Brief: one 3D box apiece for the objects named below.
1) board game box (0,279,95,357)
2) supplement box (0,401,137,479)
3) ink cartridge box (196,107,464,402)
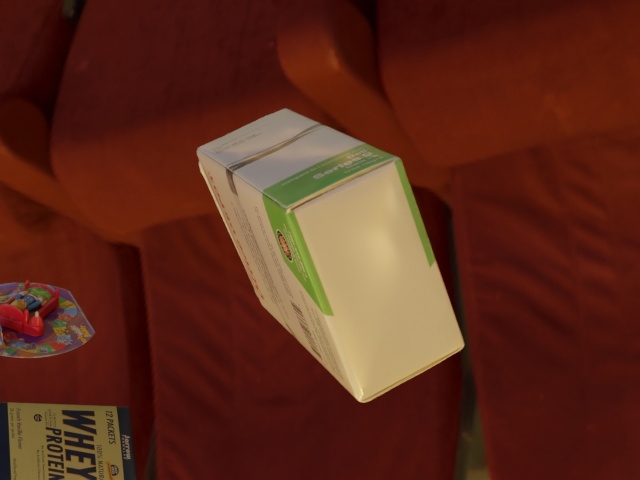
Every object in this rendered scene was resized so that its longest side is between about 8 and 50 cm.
[{"bbox_3d":[-0.342,0.077,1.301,0.133,0.169,0.033,-5,120,-29],"label":"board game box"},{"bbox_3d":[-0.165,0.142,0.674,0.083,0.056,0.083,7,144,-29],"label":"supplement box"},{"bbox_3d":[0.000,0.000,1.114,0.289,0.122,0.211,36,150,63],"label":"ink cartridge box"}]
